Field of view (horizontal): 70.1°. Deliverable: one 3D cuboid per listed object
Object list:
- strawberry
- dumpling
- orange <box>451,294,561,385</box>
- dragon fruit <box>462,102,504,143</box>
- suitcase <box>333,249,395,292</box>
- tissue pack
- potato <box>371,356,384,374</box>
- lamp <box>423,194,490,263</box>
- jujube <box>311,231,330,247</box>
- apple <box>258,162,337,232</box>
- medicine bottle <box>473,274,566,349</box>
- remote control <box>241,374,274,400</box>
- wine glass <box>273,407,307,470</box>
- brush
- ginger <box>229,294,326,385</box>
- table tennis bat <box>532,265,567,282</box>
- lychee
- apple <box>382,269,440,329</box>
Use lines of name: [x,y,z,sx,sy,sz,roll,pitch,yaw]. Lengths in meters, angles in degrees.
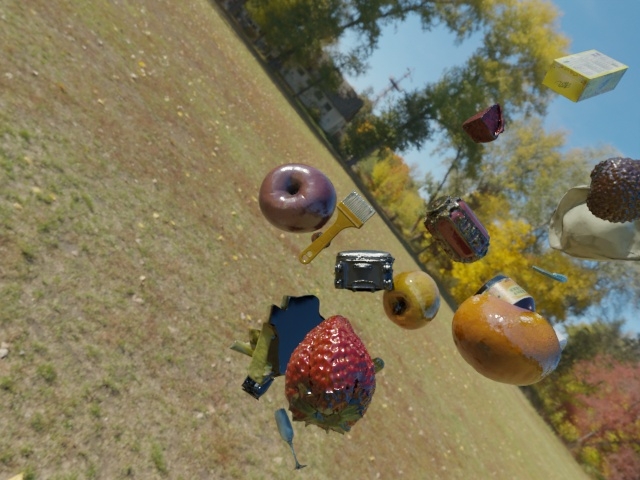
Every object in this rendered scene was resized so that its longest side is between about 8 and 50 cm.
strawberry: [0.034,0.342,1.214,0.238,0.250,0.288,41,35,-31]
dumpling: [0.907,-0.059,1.502,0.341,0.181,0.260,-104,-174,-81]
orange: [0.572,0.318,1.436,0.310,0.274,0.274,17,5,10]
dragon fruit: [0.719,-0.506,1.981,0.120,0.161,0.127,54,-24,-16]
suitcase: [0.201,0.145,2.113,0.434,0.283,0.194,38,53,-79]
tissue pack: [0.603,-0.376,1.041,0.095,0.176,0.062,48,-34,29]
potato: [0.244,0.652,2.305,0.085,0.188,0.105,49,24,-6]
lamp: [0.504,-0.038,1.689,0.274,0.177,0.177,47,11,-17]
jujube: [0.000,0.000,1.962,0.077,0.077,0.129,50,-12,-13]
apple: [-0.089,-0.162,1.804,0.305,0.306,0.235,56,-6,20]
medicine bottle: [0.864,0.349,1.989,0.395,0.242,0.242,48,6,37]
remote control: [-0.249,0.605,2.318,0.145,0.398,0.062,36,-31,-3]
wine glass: [-0.135,0.841,1.945,0.262,0.074,0.074,66,14,22]
brush: [0.037,-0.027,1.385,0.103,0.272,0.013,48,6,14]
ginger: [-0.176,0.377,1.930,0.413,0.211,0.358,-32,119,-46]
table tennis bat: [1.095,0.166,2.153,0.237,0.038,0.149,14,13,-37]
lychee: [0.820,-0.134,1.235,0.188,0.188,0.188,50,10,-12]
apple: [0.469,0.298,2.320,0.275,0.299,0.299,-1,50,-48]
